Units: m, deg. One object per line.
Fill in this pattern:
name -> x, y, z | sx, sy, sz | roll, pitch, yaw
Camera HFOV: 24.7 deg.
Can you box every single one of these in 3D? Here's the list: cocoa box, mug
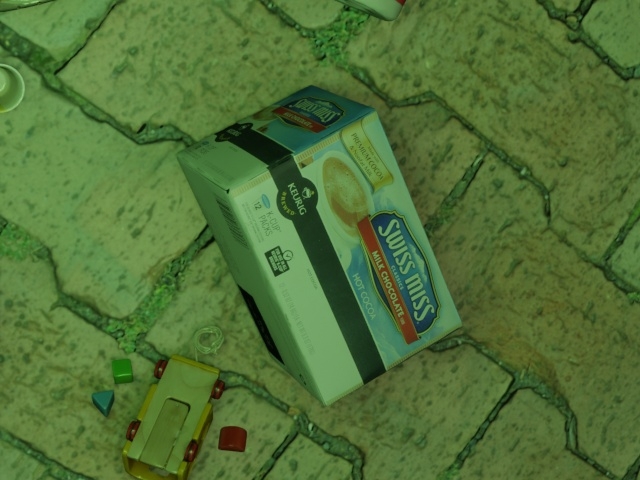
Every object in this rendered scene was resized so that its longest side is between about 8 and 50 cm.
cocoa box -> 0.000, 0.000, 1.985 | 0.228, 0.231, 0.347 | -29, 113, -13
mug -> -0.420, -0.196, 1.859 | 0.078, 0.064, 0.062 | -14, 109, -17

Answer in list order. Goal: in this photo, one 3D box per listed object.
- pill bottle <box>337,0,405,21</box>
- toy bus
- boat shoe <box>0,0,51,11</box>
pill bottle -> 0.086, -0.465, 1.925 | 0.176, 0.176, 0.318 | 23, 95, -25
toy bus -> -0.200, 0.248, 2.042 | 0.202, 0.191, 0.104 | -20, 154, -15
boat shoe -> -0.294, -0.384, 1.837 | 0.324, 0.123, 0.116 | -30, 107, -20
